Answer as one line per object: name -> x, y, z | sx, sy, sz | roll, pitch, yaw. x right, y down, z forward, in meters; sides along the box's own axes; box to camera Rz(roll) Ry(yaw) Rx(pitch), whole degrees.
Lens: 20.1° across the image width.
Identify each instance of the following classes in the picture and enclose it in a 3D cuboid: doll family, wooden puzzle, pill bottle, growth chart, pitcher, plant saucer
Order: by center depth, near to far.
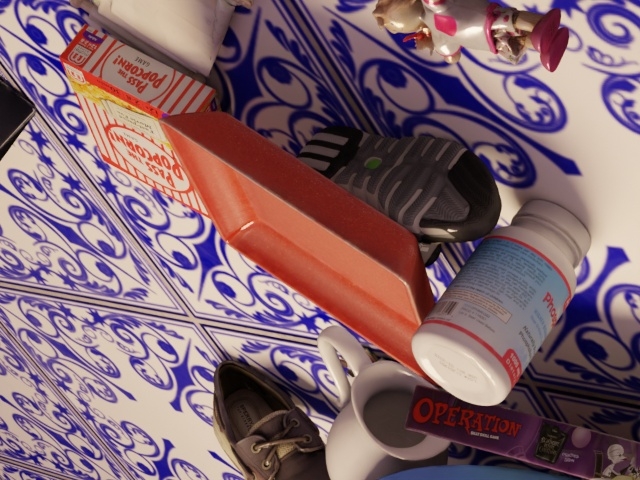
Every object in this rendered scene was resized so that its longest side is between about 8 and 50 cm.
doll family -> 0.077, -0.216, 1.186 | 0.163, 0.118, 0.263 | 17, 166, 24
pill bottle -> 0.148, 0.046, 1.435 | 0.087, 0.160, 0.087 | 30, 153, 17
plant saucer -> 0.000, 0.000, 1.531 | 0.259, 0.048, 0.258 | 33, 166, 22
growth chart -> -0.139, -0.214, 1.534 | 0.172, 0.021, 0.237 | 39, 154, -2
pitcher -> 0.055, 0.183, 1.832 | 0.178, 0.125, 0.207 | 51, 161, 19
wooden puzzle -> 0.045, 0.126, 1.873 | 0.083, 0.006, 0.049 | 1, 136, 50

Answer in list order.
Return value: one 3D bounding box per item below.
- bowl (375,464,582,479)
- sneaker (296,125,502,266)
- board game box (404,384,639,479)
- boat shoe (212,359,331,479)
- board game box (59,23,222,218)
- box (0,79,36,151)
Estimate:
bowl -> 0.202, 0.327, 1.783 | 0.391, 0.077, 0.391 | 10, 151, 5
sneaker -> 0.087, -0.021, 1.510 | 0.228, 0.086, 0.132 | 23, 157, 48
board game box -> 0.267, 0.195, 1.555 | 0.346, 0.056, 0.208 | 11, 169, 42
boat shoe -> -0.049, 0.229, 1.994 | 0.285, 0.103, 0.092 | 46, 161, 51
board game box -> -0.152, -0.105, 1.678 | 0.146, 0.045, 0.193 | 28, 160, 19
box -> -0.518, -0.133, 1.965 | 0.312, 0.179, 0.343 | 42, 154, -6
